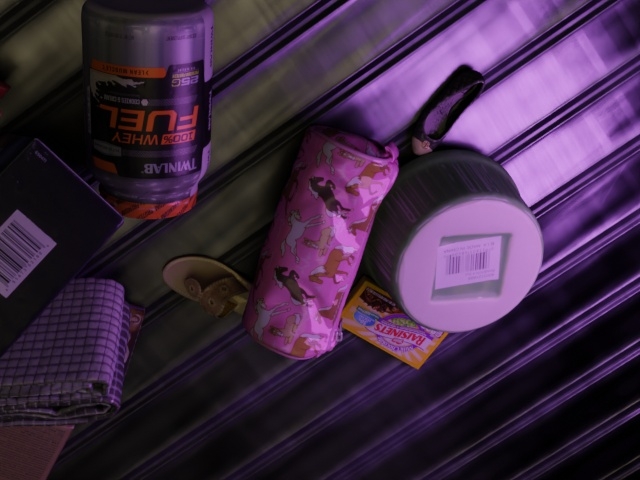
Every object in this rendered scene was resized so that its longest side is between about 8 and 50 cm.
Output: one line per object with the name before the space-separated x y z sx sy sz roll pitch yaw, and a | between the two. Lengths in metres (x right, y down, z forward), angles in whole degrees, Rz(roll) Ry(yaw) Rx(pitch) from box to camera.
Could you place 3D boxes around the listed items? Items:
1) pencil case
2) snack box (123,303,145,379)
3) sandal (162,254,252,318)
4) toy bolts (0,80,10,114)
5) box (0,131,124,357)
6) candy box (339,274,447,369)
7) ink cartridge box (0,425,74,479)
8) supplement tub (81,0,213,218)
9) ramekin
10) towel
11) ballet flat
pencil case | 0.000 0.000 1.611 0.167 0.160 0.386 11 106 -28
snack box | -0.368 0.192 1.736 0.064 0.022 0.178 15 112 -14
sandal | -0.161 0.102 1.697 0.240 0.079 0.088 25 109 -20
toy bolts | -0.585 -0.171 1.406 0.158 0.218 0.228 36 112 -28
box | -0.483 0.005 1.428 0.183 0.294 0.296 46 77 -23
candy box | 0.132 0.154 1.802 0.205 0.027 0.105 30 110 -21
ink cartridge box | -0.584 0.345 1.736 0.234 0.088 0.193 25 110 -20
supplement tub | -0.260 -0.205 1.469 0.193 0.194 0.316 -1 116 -9
ramekin | 0.231 0.011 1.664 0.303 0.148 0.304 -7 120 -12
towel | -0.460 0.189 1.588 0.283 0.235 0.121 -6 135 2
ballet flat | 0.210 -0.213 1.626 0.057 0.049 0.173 30 107 -20
